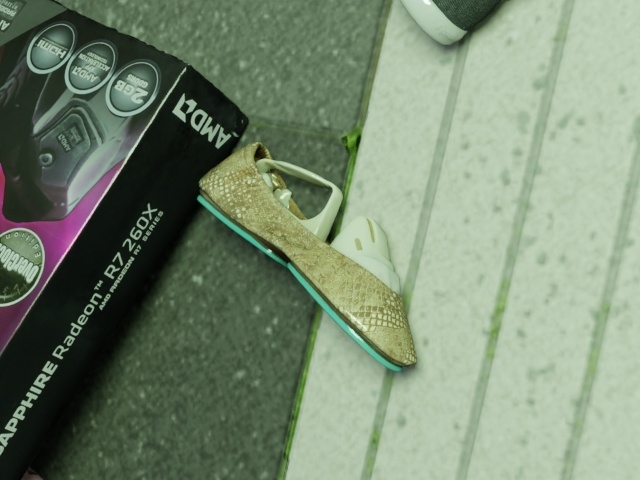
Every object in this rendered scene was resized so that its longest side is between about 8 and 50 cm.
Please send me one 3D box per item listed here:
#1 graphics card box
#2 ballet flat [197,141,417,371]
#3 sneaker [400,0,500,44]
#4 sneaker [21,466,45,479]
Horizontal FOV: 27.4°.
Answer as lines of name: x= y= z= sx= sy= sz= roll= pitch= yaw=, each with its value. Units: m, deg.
graphics card box: x=-0.242 y=0.009 z=0.944 sx=0.232 sy=0.094 sz=0.371 roll=29 pitch=83 yaw=36
ballet flat: x=0.000 y=0.000 z=0.843 sx=0.206 sy=0.073 sz=0.067 roll=40 pitch=92 yaw=29
sneaker: x=0.075 y=-0.242 z=0.826 sx=0.121 sy=0.079 sz=0.217 roll=-35 pitch=72 yaw=23
sneaker: x=-0.294 y=0.285 z=0.913 sx=0.131 sy=0.112 sz=0.319 roll=-2 pitch=52 yaw=34
